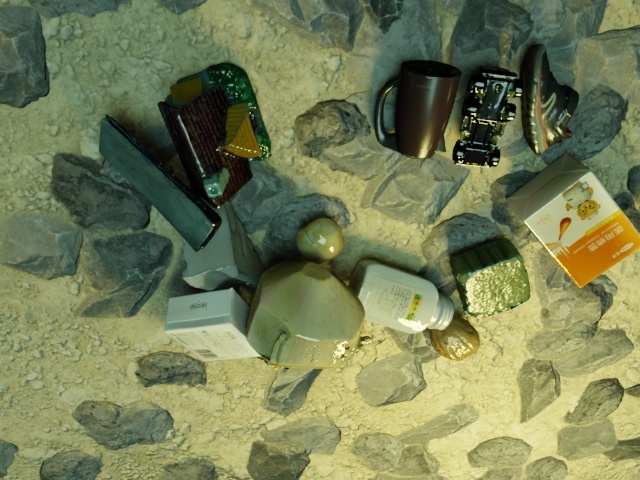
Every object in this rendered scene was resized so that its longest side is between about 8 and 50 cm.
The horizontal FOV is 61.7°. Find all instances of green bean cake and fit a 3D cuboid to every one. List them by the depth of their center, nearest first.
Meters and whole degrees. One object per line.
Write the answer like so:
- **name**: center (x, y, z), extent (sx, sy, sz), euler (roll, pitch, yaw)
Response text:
- **green bean cake**: center (0.523, 0.124, 1.658), extent (0.222, 0.125, 0.227), euler (-22, 122, 6)

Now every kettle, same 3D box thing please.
- **kettle**: center (0.238, -0.327, 1.365), extent (0.202, 0.144, 0.232), euler (13, 123, 10)

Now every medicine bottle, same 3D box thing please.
- **medicine bottle**: center (0.249, 0.184, 1.665), extent (0.324, 0.124, 0.179), euler (18, 95, -13)

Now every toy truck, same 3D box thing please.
- **toy truck**: center (0.420, -0.317, 1.389), extent (0.127, 0.127, 0.257), euler (6, 121, -1)

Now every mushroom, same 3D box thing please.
- **mushroom**: center (0.000, 0.000, 1.547), extent (0.148, 0.112, 0.148), euler (-2, 123, -3)

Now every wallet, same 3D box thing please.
- **wallet**: center (-0.408, -0.138, 1.345), extent (0.379, 0.046, 0.191), euler (45, 148, -2)

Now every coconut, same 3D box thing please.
- **coconut**: center (-0.040, 0.210, 1.507), extent (0.353, 0.352, 0.352), euler (-2, 121, -4)

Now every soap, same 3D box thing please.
- **soap**: center (-0.287, 0.015, 1.574), extent (0.159, 0.258, 0.302), euler (-18, 164, 7)

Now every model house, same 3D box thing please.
- **model house**: center (-0.256, -0.251, 1.299), extent (0.230, 0.249, 0.280), euler (-17, 120, 4)

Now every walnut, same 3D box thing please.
- **walnut**: center (0.437, 0.320, 1.755), extent (0.166, 0.149, 0.166), euler (14, 131, 17)

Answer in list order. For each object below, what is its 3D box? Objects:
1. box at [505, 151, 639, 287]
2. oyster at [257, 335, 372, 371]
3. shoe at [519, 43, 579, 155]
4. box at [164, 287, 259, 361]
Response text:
- **box**: center (0.741, -0.052, 1.560), extent (0.225, 0.143, 0.341), euler (-41, 114, 18)
- **oyster**: center (-0.020, 0.344, 1.735), extent (0.361, 0.096, 0.221), euler (-16, 162, 12)
- **shoe**: center (0.594, -0.362, 1.380), extent (0.137, 0.114, 0.291), euler (-14, 123, 10)
- **box**: center (-0.306, 0.259, 1.599), extent (0.203, 0.116, 0.274), euler (-9, 148, 12)
